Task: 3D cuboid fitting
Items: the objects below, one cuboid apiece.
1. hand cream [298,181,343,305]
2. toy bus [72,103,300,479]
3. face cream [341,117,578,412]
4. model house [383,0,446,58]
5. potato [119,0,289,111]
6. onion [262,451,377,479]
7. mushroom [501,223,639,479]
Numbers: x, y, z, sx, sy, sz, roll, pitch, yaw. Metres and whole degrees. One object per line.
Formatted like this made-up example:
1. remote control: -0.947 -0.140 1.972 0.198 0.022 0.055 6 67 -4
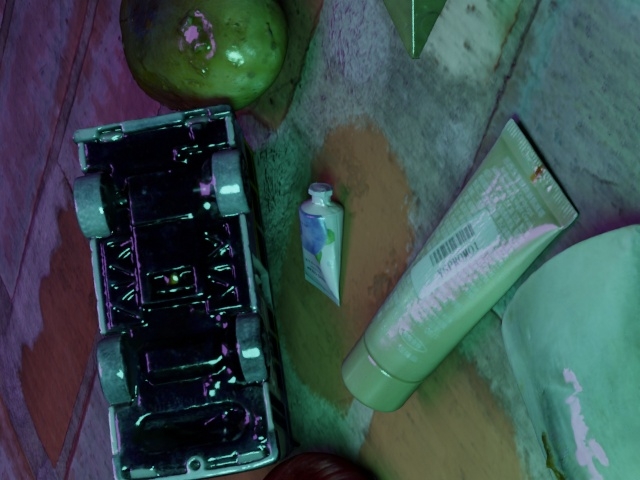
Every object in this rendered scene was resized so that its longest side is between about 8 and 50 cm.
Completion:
1. hand cream: 0.000 0.000 1.927 0.084 0.053 0.142 38 133 52
2. toy bus: -0.162 0.083 1.990 0.249 0.209 0.440 65 -164 -76
3. face cream: 0.137 0.042 1.670 0.341 0.084 0.137 -55 47 33
4. model house: 0.107 -0.302 1.598 0.180 0.176 0.248 0 89 51
5. potato: -0.151 -0.262 2.049 0.307 0.173 0.210 24 101 59
6. onion: -0.001 0.364 1.839 0.248 0.161 0.248 -8 78 39
7. mushroom: 0.277 0.188 1.381 0.177 0.126 0.397 -48 47 38
